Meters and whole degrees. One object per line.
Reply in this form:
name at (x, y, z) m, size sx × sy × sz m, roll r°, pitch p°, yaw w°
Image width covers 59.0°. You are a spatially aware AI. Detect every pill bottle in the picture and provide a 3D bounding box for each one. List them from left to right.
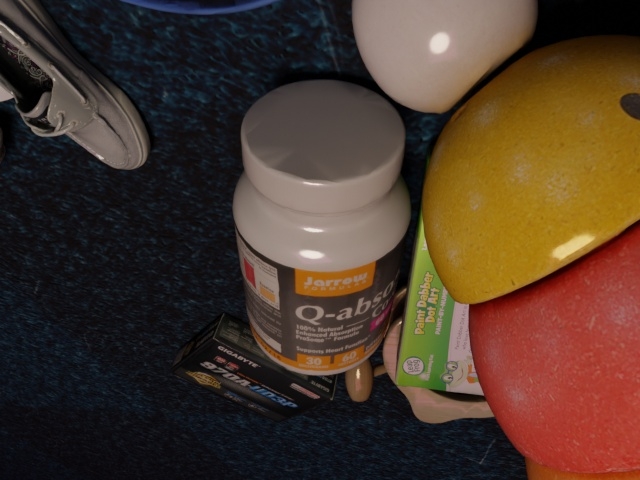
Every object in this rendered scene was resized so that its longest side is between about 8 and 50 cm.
pill bottle at (0.000, 0.000, 0.548) m, size 0.162 × 0.162 × 0.278 m, roll 9°, pitch 141°, yaw 7°

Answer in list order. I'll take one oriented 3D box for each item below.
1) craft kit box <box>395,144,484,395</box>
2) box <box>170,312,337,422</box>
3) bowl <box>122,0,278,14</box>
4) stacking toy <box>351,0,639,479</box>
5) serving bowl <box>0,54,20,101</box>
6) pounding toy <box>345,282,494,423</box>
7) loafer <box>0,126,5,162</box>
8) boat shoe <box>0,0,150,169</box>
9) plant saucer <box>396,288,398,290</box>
craft kit box at (0.208, 0.046, 0.544) m, size 0.246 × 0.061 × 0.250 m, roll 6°, pitch 116°, yaw 3°
box at (-0.110, 0.215, 0.920) m, size 0.220 × 0.051 × 0.175 m, roll 32°, pitch 138°, yaw -19°
bowl at (-0.100, -0.302, 0.280) m, size 0.390 × 0.077 × 0.391 m, roll 10°, pitch 141°, yaw 8°
stacking toy at (0.179, -0.003, 0.363) m, size 0.480 × 0.350 × 0.350 m, roll 50°, pitch 135°, yaw 1°
serving bowl at (-0.334, -0.164, 0.545) m, size 0.083 × 0.027 × 0.083 m, roll -10°, pitch 169°, yaw -2°
pounding toy at (0.155, 0.115, 0.702) m, size 0.269 × 0.155 × 0.154 m, roll -8°, pitch 112°, yaw 8°
loafer at (-0.475, -0.161, 0.555) m, size 0.319 × 0.112 × 0.111 m, roll 28°, pitch 134°, yaw -27°
boat shoe at (-0.254, -0.138, 0.525) m, size 0.079 × 0.081 × 0.227 m, roll -12°, pitch 133°, yaw 28°
plant saucer at (0.069, 0.077, 0.732) m, size 0.083 × 0.013 × 0.084 m, roll 9°, pitch 140°, yaw 8°
